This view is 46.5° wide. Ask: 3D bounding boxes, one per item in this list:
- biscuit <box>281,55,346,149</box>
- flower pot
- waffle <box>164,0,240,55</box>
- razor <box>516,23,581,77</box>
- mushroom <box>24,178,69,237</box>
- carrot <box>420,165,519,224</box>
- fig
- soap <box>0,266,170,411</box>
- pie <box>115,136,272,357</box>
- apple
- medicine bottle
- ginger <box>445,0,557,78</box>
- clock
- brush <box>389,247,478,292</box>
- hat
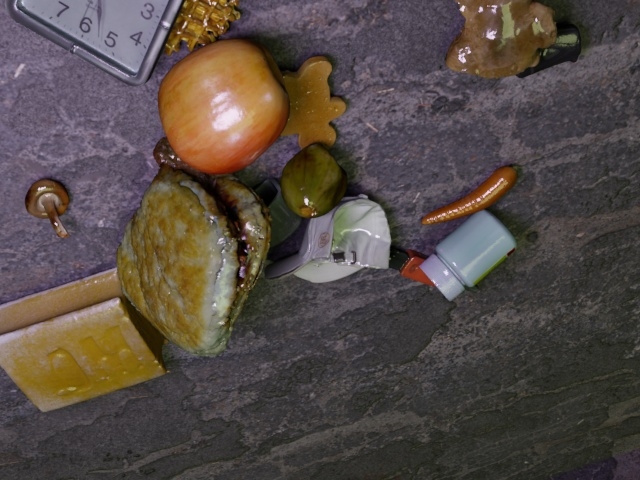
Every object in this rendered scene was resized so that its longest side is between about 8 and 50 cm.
[{"bbox_3d":[-0.025,-0.275,1.560,0.158,0.035,0.240,-18,141,0],"label":"biscuit"},{"bbox_3d":[-0.161,-0.034,1.691,0.229,0.103,0.108,-31,133,9],"label":"flower pot"},{"bbox_3d":[-0.261,-0.440,1.327,0.228,0.051,0.231,-17,135,-3],"label":"waffle"},{"bbox_3d":[0.482,-0.409,1.595,0.148,0.054,0.090,-18,134,0],"label":"razor"},{"bbox_3d":[-0.559,-0.064,1.547,0.088,0.073,0.129,-24,101,-16],"label":"mushroom"},{"bbox_3d":[0.375,-0.097,1.841,0.271,0.062,0.066,-36,145,17],"label":"carrot"},{"bbox_3d":[-0.017,-0.116,1.596,0.144,0.166,0.154,37,140,-16],"label":"fig"},{"bbox_3d":[-0.566,0.239,1.773,0.335,0.156,0.293,-16,135,-1],"label":"soap"},{"bbox_3d":[-0.271,0.045,1.549,0.180,0.395,0.418,-4,131,-43],"label":"pie"},{"bbox_3d":[-0.168,-0.254,1.389,0.241,0.242,0.242,-27,135,24],"label":"apple"},{"bbox_3d":[0.371,0.036,1.879,0.225,0.139,0.139,-41,131,4],"label":"medicine bottle"},{"bbox_3d":[0.365,-0.448,1.471,0.219,0.123,0.270,12,130,1],"label":"ginger"},{"bbox_3d":[-0.367,-0.429,1.249,0.273,0.049,0.279,30,122,-9],"label":"clock"},{"bbox_3d":[0.299,0.085,1.990,0.323,0.051,0.070,22,114,-29],"label":"brush"},{"bbox_3d":[0.004,0.005,1.777,0.301,0.168,0.258,-20,160,32],"label":"hat"}]
